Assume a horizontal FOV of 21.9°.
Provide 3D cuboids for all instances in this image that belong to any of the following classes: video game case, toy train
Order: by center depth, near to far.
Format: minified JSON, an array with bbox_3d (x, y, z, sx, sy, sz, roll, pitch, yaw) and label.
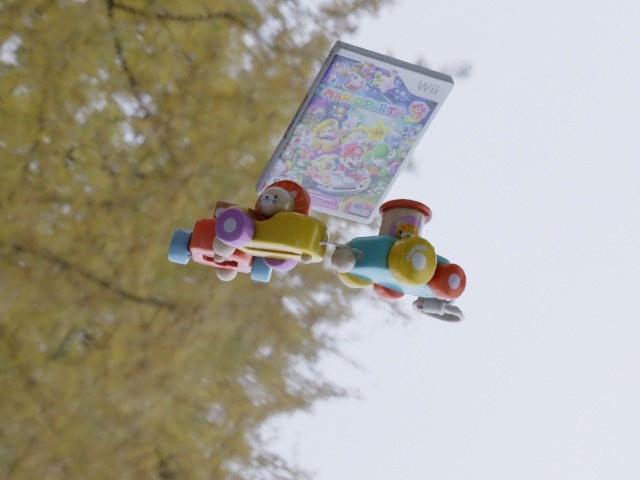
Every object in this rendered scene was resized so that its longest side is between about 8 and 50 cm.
[{"bbox_3d":[0.000,0.000,0.877,0.166,0.125,0.046,11,-101,5],"label":"toy train"},{"bbox_3d":[0.022,-0.068,1.076,0.122,0.087,0.011,-59,-150,30],"label":"video game case"}]
